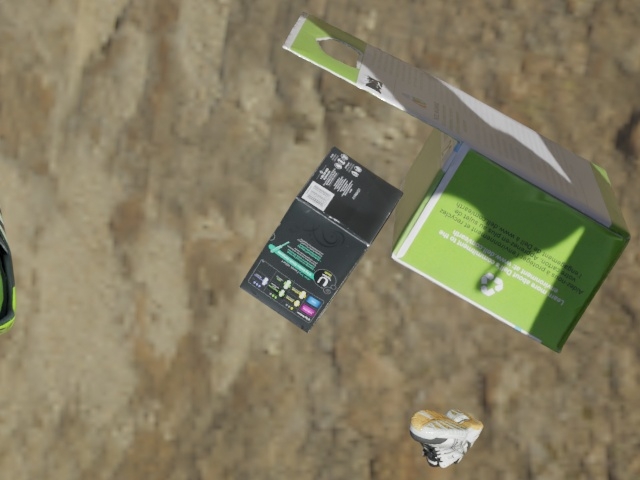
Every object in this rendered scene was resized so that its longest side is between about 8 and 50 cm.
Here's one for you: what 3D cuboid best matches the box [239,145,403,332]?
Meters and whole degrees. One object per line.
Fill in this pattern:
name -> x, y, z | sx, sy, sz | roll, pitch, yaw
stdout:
box -> 0.000, 0.000, 0.983 | 0.052, 0.062, 0.083 | 34, 131, 1

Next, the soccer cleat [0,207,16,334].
soccer cleat -> -0.260, -0.016, 1.258 | 0.072, 0.060, 0.178 | -12, 94, 67

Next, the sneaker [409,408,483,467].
sneaker -> 0.078, 0.130, 1.077 | 0.032, 0.083, 0.037 | 31, 99, 28

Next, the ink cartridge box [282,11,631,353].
ink cartridge box -> 0.074, -0.049, 1.163 | 0.097, 0.255, 0.189 | -61, 4, 15
